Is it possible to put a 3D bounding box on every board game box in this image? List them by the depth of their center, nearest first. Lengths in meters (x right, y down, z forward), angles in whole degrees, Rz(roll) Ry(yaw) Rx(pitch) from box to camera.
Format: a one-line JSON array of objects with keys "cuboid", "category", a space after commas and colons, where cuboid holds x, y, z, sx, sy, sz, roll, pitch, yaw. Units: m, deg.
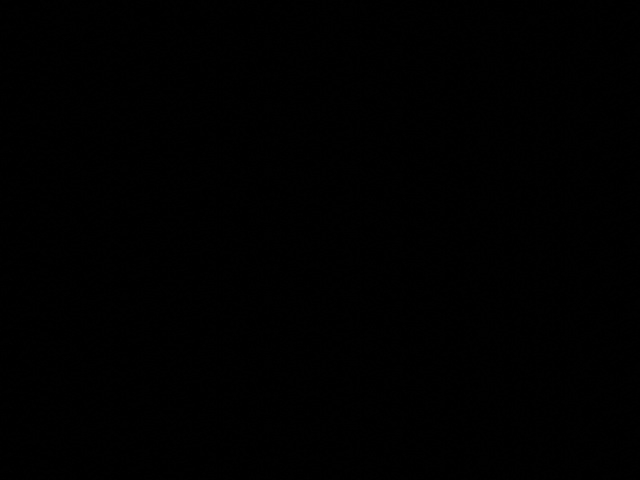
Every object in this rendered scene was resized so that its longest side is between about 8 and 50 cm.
[{"cuboid": [0.000, 0.000, 0.191, 0.356, 0.356, 0.356, 49, -8, 39], "category": "board game box"}]
